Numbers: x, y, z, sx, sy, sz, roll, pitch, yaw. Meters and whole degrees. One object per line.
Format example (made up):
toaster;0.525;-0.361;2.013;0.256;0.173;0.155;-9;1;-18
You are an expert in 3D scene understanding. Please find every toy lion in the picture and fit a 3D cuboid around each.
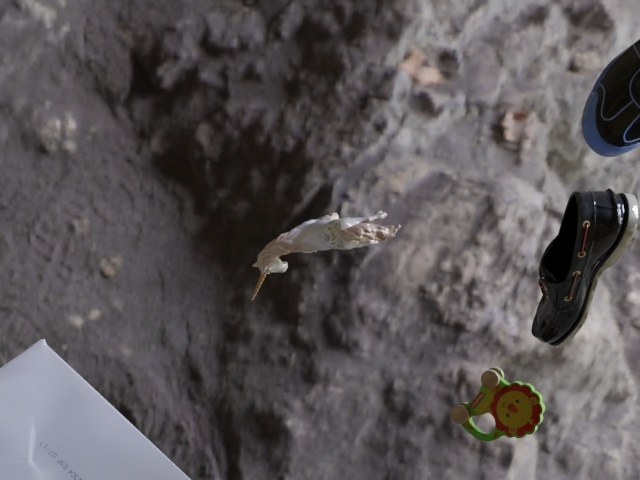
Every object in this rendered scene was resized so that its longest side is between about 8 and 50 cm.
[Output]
toy lion;0.230;0.216;1.618;0.096;0.100;0.034;43;16;15

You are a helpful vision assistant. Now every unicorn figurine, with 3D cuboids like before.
unicorn figurine;0.000;0.000;1.387;0.111;0.162;0.060;-17;81;-45

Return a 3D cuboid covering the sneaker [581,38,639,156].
sneaker;0.349;-0.180;1.254;0.081;0.090;0.232;41;81;-4

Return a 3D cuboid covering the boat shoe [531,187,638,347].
boat shoe;0.159;0.018;0.817;0.042;0.133;0.049;7;46;-9

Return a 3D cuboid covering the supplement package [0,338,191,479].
supplement package;-0.189;0.225;0.930;0.194;0.203;0.149;39;58;24
